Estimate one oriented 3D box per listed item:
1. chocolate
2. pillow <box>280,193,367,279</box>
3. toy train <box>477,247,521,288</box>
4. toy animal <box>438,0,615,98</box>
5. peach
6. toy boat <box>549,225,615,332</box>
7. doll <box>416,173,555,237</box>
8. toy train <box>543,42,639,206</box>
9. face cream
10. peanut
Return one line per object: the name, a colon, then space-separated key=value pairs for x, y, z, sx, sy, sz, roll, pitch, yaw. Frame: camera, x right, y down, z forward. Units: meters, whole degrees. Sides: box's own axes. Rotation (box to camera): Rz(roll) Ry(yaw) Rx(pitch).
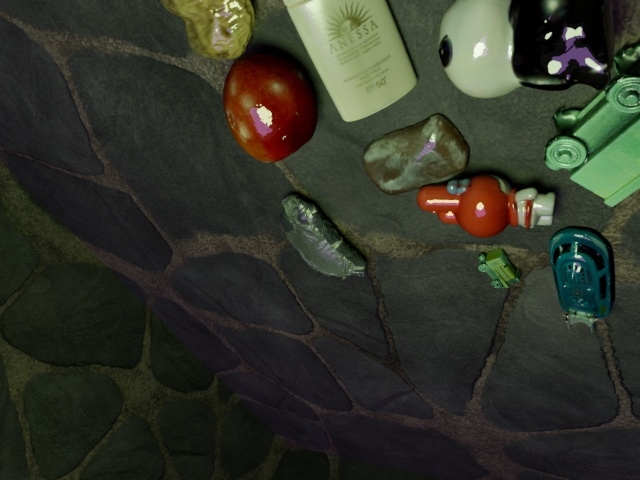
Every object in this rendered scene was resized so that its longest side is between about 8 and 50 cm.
chocolate: x=0.207 y=-0.173 z=1.283 sx=0.254 sy=0.080 sz=0.157 roll=-15 pitch=126 yaw=45
pillow: x=0.000 y=0.000 z=1.631 sx=0.162 sy=0.092 sz=0.335 roll=-19 pitch=123 yaw=40
toy train: x=0.458 y=0.073 z=1.451 sx=0.081 sy=0.050 sz=0.122 roll=-27 pitch=117 yaw=41
toy animal: x=0.326 y=-0.338 z=0.901 sx=0.267 sy=0.212 sz=0.212 roll=6 pitch=139 yaw=33
peach: x=-0.116 y=-0.297 z=1.252 sx=0.243 sy=0.200 sz=0.243 roll=54 pitch=162 yaw=27
toy boat: x=0.616 y=0.099 z=1.338 sx=0.134 sy=0.092 sz=0.298 roll=4 pitch=139 yaw=35
doll: x=0.361 y=-0.076 z=1.250 sx=0.290 sy=0.129 sz=0.161 roll=5 pitch=154 yaw=21
toy train: x=0.538 y=-0.198 z=0.991 sx=0.202 sy=0.120 sz=0.301 roll=29 pitch=146 yaw=-4
face cream: x=0.048 y=-0.405 z=1.062 sx=0.174 sy=0.081 sz=0.348 roll=-27 pitch=125 yaw=6
peanut: x=-0.229 y=-0.487 z=1.163 sx=0.197 sy=0.110 sz=0.233 roll=-3 pitch=135 yaw=30
